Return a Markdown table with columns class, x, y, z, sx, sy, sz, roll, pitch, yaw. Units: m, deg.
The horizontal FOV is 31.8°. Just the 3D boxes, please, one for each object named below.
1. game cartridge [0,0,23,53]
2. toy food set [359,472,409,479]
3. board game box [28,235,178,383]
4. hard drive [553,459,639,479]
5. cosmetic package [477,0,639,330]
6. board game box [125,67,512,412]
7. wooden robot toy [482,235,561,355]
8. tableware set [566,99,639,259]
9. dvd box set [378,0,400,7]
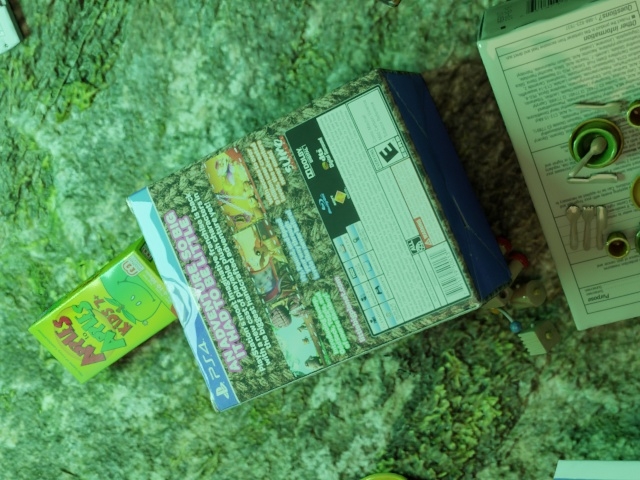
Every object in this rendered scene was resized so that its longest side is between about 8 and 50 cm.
| class | x | y | z | sx | sy | sz | roll | pitch | yaw |
| --- | --- | --- | --- | --- | --- | --- | --- | --- | --- |
| game cartridge | -0.353 | -0.218 | 1.172 | 0.083 | 0.017 | 0.056 | -10 | 111 | 17 |
| toy food set | 0.090 | 0.388 | 1.360 | 0.128 | 0.071 | 0.218 | -3 | 116 | 13 |
| board game box | -0.237 | 0.081 | 1.285 | 0.181 | 0.043 | 0.092 | -35 | 106 | 25 |
| hard drive | 0.427 | 0.288 | 1.145 | 0.210 | 0.040 | 0.318 | 40 | 149 | -28 |
| cosmetic package | 0.271 | -0.086 | 1.056 | 0.160 | 0.113 | 0.309 | -15 | 113 | 18 |
| board game box | 0.000 | 0.000 | 1.097 | 0.291 | 0.141 | 0.232 | -24 | 87 | 22 |
| wooden robot toy | 0.177 | 0.049 | 1.186 | 0.173 | 0.076 | 0.079 | 43 | 152 | -12 |
| tableware set | 0.271 | -0.051 | 0.997 | 0.104 | 0.024 | 0.154 | 0 | 116 | 11 |
| dvd box set | 0.021 | -0.446 | 0.938 | 0.307 | 0.062 | 0.420 | 26 | 122 | -3 |
